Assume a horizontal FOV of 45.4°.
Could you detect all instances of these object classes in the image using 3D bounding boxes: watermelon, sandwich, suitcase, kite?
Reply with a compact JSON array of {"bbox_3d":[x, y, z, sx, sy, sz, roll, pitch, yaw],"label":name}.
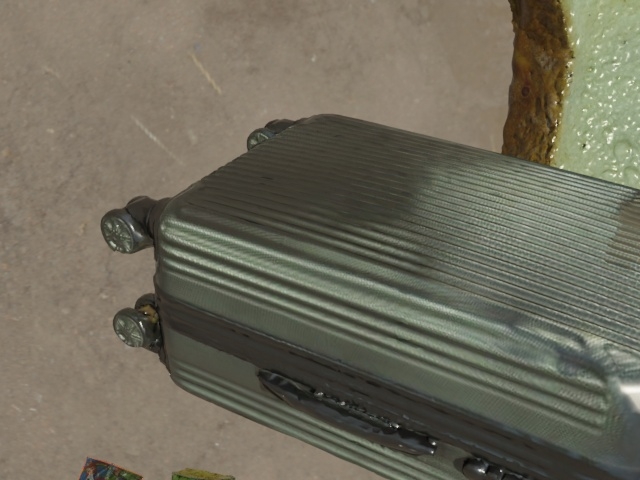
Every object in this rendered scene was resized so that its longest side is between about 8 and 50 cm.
[{"bbox_3d":[-0.192,0.403,1.237,0.105,0.105,0.062,18,74,-40],"label":"watermelon"},{"bbox_3d":[0.225,-0.117,0.603,0.186,0.065,0.214,-4,107,-21],"label":"sandwich"},{"bbox_3d":[0.052,0.027,0.431,0.202,0.312,0.128,-39,140,-49],"label":"suitcase"},{"bbox_3d":[-0.394,0.447,1.343,0.190,0.159,0.010,-36,143,5],"label":"kite"}]
